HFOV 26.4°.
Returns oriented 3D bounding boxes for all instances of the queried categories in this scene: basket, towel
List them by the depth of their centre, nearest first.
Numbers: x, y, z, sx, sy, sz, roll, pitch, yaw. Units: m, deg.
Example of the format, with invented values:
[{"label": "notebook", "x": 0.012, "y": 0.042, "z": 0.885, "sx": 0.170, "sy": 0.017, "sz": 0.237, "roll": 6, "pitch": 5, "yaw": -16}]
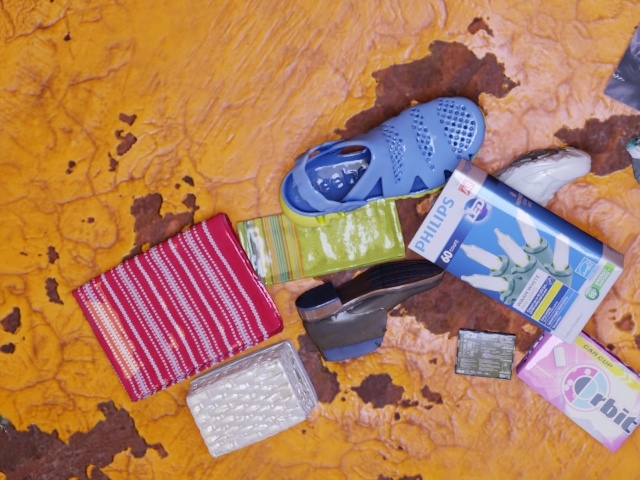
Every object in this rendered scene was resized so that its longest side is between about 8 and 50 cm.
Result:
[{"label": "basket", "x": -0.102, "y": 0.231, "z": 1.979, "sx": 0.167, "sy": 0.103, "sz": 0.113, "roll": -24, "pitch": 94, "yaw": 7}, {"label": "towel", "x": 0.000, "y": 0.000, "z": 1.984, "sx": 0.237, "sy": 0.021, "sz": 0.102, "roll": -12, "pitch": 96, "yaw": 7}, {"label": "towel", "x": -0.209, "y": 0.101, "z": 2.002, "sx": 0.275, "sy": 0.031, "sz": 0.199, "roll": -27, "pitch": 92, "yaw": 14}]

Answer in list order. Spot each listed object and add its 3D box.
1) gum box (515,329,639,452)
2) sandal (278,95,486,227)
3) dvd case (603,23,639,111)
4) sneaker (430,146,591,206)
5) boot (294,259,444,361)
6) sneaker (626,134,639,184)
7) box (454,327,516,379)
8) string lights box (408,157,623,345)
[{"label": "gum box", "x": 0.377, "y": 0.199, "z": 1.944, "sx": 0.188, "sy": 0.062, "sz": 0.107, "roll": 38, "pitch": 99, "yaw": 1}, {"label": "sandal", "x": 0.083, "y": -0.109, "z": 1.898, "sx": 0.317, "sy": 0.138, "sz": 0.126, "roll": -26, "pitch": 79, "yaw": 5}, {"label": "dvd case", "x": 0.519, "y": -0.226, "z": 1.857, "sx": 0.221, "sy": 0.018, "sz": 0.164, "roll": 32, "pitch": 102, "yaw": 25}, {"label": "sneaker", "x": 0.280, "y": -0.055, "z": 1.923, "sx": 0.232, "sy": 0.090, "sz": 0.115, "roll": -21, "pitch": 101, "yaw": 17}, {"label": "boot", "x": 0.081, "y": 0.101, "z": 1.973, "sx": 0.219, "sy": 0.082, "sz": 0.106, "roll": -15, "pitch": 117, "yaw": 4}, {"label": "sneaker", "x": 0.513, "y": -0.111, "z": 1.903, "sx": 0.166, "sy": 0.065, "sz": 0.076, "roll": -2, "pitch": 113, "yaw": 10}, {"label": "box", "x": 0.239, "y": 0.165, "z": 1.977, "sx": 0.083, "sy": 0.018, "sz": 0.067, "roll": 5, "pitch": 97, "yaw": 6}, {"label": "string lights box", "x": 0.266, "y": 0.014, "z": 1.857, "sx": 0.260, "sy": 0.077, "sz": 0.133, "roll": 31, "pitch": 111, "yaw": 2}]
